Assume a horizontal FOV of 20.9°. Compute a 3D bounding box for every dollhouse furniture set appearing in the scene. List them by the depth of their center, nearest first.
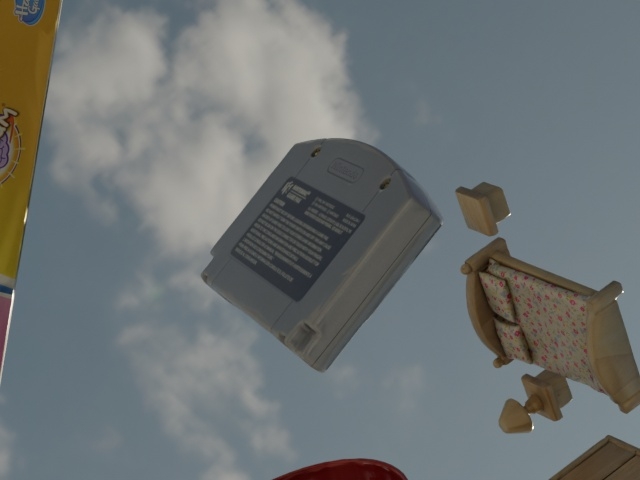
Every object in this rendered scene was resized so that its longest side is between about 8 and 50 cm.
[{"bbox_3d":[0.234,0.156,1.731,0.303,0.174,0.355,22,-40,55],"label":"dollhouse furniture set"}]

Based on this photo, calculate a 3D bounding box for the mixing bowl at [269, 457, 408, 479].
[{"bbox_3d":[-0.009,0.220,1.011,0.181,0.181,0.098,-11,-66,41],"label":"mixing bowl"}]

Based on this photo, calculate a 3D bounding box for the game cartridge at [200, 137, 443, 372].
[{"bbox_3d":[0.000,0.000,1.615,0.062,0.198,0.297,44,-5,-24],"label":"game cartridge"}]

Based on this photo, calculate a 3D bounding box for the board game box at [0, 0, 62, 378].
[{"bbox_3d":[-0.231,-0.053,1.170,0.064,0.242,0.317,8,-78,-13],"label":"board game box"}]
